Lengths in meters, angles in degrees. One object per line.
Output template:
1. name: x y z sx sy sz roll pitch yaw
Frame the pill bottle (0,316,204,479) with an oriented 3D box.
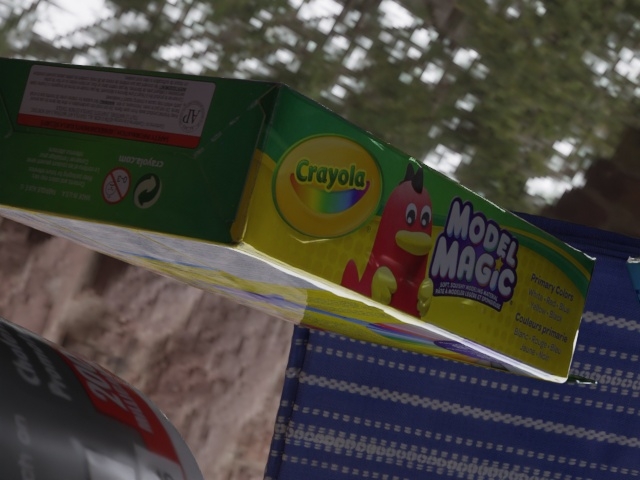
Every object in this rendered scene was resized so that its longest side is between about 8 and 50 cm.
1. pill bottle: -0.161 0.058 0.318 0.161 0.283 0.161 -15 -120 28

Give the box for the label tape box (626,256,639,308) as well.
1. label tape box: 0.241 0.140 0.493 0.115 0.249 0.348 -23 -92 -6

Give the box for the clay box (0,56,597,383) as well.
1. clay box: 0.000 0.000 0.533 0.127 0.222 0.053 10 -98 38

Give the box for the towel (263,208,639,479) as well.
1. towel: 0.085 0.140 0.946 0.040 0.243 0.336 -95 -163 -72
